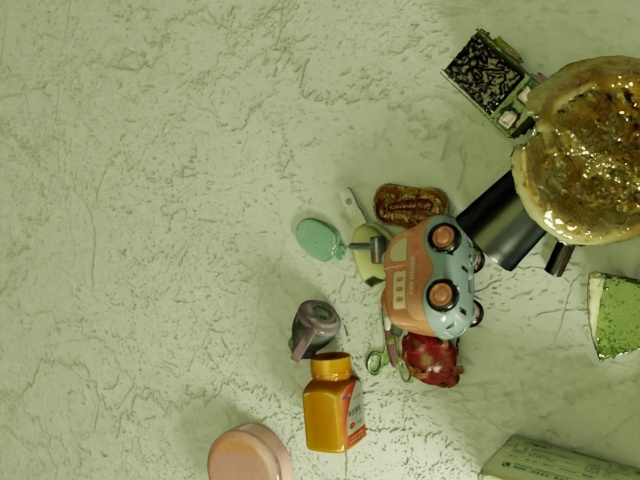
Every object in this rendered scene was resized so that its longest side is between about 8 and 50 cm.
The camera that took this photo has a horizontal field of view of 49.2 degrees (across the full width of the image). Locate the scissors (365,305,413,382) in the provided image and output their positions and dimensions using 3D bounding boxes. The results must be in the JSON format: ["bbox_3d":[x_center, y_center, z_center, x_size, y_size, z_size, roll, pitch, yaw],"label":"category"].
[{"bbox_3d":[0.173,0.249,1.706,0.133,0.020,0.187,8,99,32],"label":"scissors"}]

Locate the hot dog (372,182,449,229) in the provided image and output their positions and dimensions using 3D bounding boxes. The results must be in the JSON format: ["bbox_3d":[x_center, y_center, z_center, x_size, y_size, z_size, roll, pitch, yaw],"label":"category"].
[{"bbox_3d":[0.212,-0.076,1.641,0.191,0.059,0.108,10,94,30],"label":"hot dog"}]

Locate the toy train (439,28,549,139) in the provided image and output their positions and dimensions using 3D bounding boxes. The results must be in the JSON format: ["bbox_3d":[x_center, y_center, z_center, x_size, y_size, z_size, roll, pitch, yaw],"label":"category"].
[{"bbox_3d":[0.382,-0.327,1.458,0.261,0.177,0.134,49,115,17],"label":"toy train"}]

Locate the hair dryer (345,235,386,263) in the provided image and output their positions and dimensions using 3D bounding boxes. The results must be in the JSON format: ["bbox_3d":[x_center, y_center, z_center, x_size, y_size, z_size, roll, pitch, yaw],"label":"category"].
[{"bbox_3d":[0.105,0.021,1.661,0.114,0.037,0.063,3,97,39],"label":"hair dryer"}]

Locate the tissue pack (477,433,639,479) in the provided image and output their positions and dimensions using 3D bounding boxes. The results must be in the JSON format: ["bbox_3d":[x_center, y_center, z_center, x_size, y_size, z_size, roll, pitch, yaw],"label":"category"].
[{"bbox_3d":[0.519,0.551,1.388,0.380,0.297,0.207,10,96,30],"label":"tissue pack"}]

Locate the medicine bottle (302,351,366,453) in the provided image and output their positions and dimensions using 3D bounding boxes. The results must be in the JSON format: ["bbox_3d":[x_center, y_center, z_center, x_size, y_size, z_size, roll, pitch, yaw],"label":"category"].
[{"bbox_3d":[0.033,0.394,1.720,0.112,0.149,0.222,-4,92,28],"label":"medicine bottle"}]

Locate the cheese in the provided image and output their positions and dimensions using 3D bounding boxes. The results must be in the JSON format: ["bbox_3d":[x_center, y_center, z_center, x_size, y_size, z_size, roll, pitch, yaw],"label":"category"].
[{"bbox_3d":[0.113,-0.015,1.700,0.127,0.054,0.252,-31,79,27],"label":"cheese"}]

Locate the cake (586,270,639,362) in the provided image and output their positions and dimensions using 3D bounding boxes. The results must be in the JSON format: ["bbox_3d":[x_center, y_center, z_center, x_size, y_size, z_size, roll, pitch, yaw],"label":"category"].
[{"bbox_3d":[0.655,0.104,1.355,0.283,0.158,0.172,-25,80,26],"label":"cake"}]

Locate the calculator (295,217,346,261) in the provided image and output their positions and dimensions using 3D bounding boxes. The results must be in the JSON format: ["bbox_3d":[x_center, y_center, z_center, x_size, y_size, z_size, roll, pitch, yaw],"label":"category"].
[{"bbox_3d":[0.000,0.000,1.780,0.153,0.021,0.095,31,108,26],"label":"calculator"}]

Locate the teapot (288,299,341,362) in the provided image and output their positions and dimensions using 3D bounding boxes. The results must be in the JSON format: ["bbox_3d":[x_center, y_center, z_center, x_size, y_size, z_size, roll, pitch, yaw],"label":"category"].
[{"bbox_3d":[-0.021,0.241,1.753,0.148,0.116,0.146,-103,34,-51],"label":"teapot"}]

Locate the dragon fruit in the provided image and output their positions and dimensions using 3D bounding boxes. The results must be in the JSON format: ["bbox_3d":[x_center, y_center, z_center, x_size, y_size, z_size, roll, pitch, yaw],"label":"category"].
[{"bbox_3d":[0.253,0.270,1.603,0.136,0.133,0.166,-38,87,34],"label":"dragon fruit"}]

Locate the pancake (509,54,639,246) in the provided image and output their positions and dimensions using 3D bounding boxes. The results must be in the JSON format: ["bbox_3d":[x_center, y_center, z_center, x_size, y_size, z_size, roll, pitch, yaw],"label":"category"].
[{"bbox_3d":[0.543,-0.166,1.342,0.382,0.071,0.382,0,99,-3],"label":"pancake"}]

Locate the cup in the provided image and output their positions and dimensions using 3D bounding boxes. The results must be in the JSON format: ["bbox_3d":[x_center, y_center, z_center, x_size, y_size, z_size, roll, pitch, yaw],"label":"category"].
[{"bbox_3d":[0.434,-0.036,1.497,0.177,0.239,0.166,-48,30,17],"label":"cup"}]

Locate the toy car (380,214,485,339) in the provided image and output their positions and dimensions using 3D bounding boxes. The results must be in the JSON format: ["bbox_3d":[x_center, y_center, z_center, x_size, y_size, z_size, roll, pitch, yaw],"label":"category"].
[{"bbox_3d":[0.233,0.083,1.543,0.212,0.180,0.271,-6,69,31],"label":"toy car"}]

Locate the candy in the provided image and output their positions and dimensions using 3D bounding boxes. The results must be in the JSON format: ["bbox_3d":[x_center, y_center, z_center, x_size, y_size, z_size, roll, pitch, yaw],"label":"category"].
[{"bbox_3d":[-0.187,0.626,1.890,0.255,0.094,0.255,2,95,29],"label":"candy"}]
